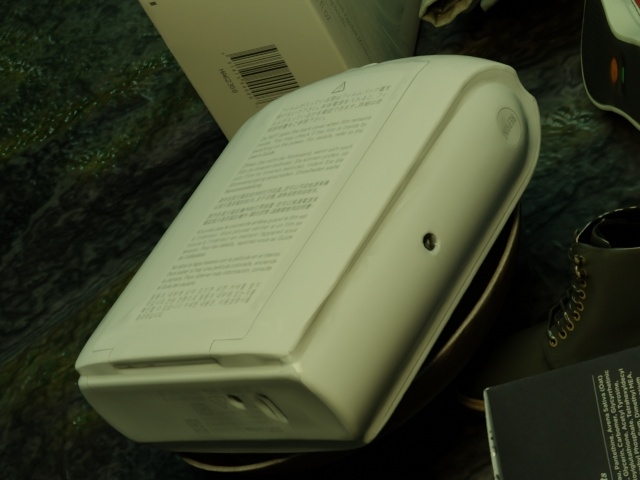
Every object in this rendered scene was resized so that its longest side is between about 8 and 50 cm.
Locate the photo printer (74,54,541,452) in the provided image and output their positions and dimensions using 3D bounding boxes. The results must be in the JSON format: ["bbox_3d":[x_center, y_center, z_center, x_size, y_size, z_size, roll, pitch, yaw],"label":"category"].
[{"bbox_3d":[0.000,0.000,1.292,0.256,0.107,0.307,-8,40,48],"label":"photo printer"}]

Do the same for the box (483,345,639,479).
[{"bbox_3d":[0.221,0.117,1.081,0.207,0.153,0.108,-18,72,31],"label":"box"}]

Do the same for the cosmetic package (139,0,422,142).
[{"bbox_3d":[-0.023,-0.215,1.563,0.138,0.224,0.225,-11,45,24],"label":"cosmetic package"}]

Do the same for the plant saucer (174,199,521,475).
[{"bbox_3d":[0.021,0.054,1.354,0.310,0.050,0.310,-31,29,20],"label":"plant saucer"}]

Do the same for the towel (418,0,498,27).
[{"bbox_3d":[0.214,-0.340,1.539,0.312,0.056,0.324,-33,30,46],"label":"towel"}]

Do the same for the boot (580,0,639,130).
[{"bbox_3d":[0.296,-0.138,1.412,0.176,0.088,0.244,-4,21,-8],"label":"boot"}]

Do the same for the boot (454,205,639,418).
[{"bbox_3d":[0.164,0.041,1.255,0.198,0.137,0.077,-18,42,18],"label":"boot"}]
